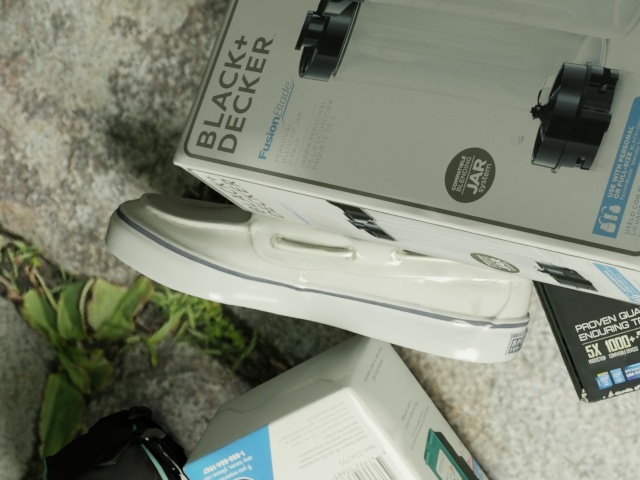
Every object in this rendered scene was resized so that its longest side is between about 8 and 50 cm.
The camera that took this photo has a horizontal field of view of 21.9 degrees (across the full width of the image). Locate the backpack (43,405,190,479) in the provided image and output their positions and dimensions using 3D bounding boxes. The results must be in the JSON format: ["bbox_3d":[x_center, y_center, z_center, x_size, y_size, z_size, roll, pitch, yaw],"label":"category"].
[{"bbox_3d":[-0.117,0.224,1.071,0.144,0.166,0.188,-35,101,-8],"label":"backpack"}]

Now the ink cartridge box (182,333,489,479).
[{"bbox_3d":[0.040,0.185,1.038,0.134,0.078,0.231,-29,105,27],"label":"ink cartridge box"}]

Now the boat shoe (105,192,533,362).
[{"bbox_3d":[0.000,0.000,1.006,0.267,0.096,0.088,15,106,16],"label":"boat shoe"}]

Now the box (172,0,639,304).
[{"bbox_3d":[0.079,-0.076,0.884,0.290,0.087,0.169,15,81,32],"label":"box"}]

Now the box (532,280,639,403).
[{"bbox_3d":[0.210,-0.008,0.927,0.180,0.077,0.147,-18,97,25],"label":"box"}]
